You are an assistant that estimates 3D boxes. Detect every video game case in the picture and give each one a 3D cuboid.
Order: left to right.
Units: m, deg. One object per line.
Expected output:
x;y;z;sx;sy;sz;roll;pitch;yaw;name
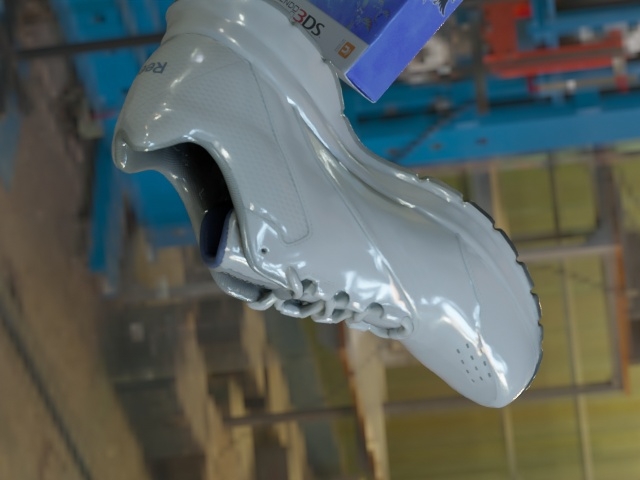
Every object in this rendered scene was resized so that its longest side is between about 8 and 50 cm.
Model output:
0.061;-0.302;1.885;0.061;0.269;0.244;39;1;-45;video game case

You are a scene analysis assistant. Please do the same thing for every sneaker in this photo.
0.000;0.000;1.042;0.297;0.111;0.129;42;56;-12;sneaker
